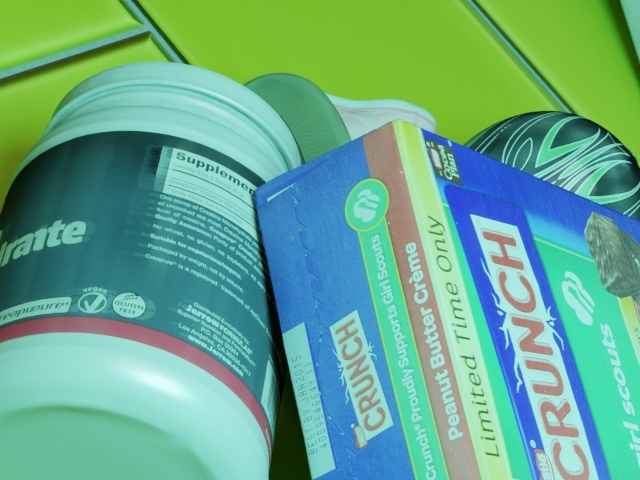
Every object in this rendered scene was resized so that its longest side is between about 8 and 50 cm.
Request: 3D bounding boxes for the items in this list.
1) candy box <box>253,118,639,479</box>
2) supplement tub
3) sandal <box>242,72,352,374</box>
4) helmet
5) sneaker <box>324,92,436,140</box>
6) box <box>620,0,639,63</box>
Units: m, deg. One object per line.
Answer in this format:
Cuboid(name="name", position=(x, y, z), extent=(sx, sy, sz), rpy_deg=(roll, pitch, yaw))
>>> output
Cuboid(name="candy box", position=(0.123, 0.099, 1.164), extent=(0.317, 0.122, 0.268), rpy_deg=(18, 53, -47))
Cuboid(name="supplement tub", position=(-0.110, 0.043, 1.167), extent=(0.191, 0.191, 0.272), rpy_deg=(24, 43, -15))
Cuboid(name="sandal", position=(-0.002, 0.000, 1.320), extent=(0.120, 0.086, 0.303), rpy_deg=(-29, 59, -1))
Cuboid(name="helmet", position=(0.156, -0.013, 1.425), extent=(0.169, 0.169, 0.161), rpy_deg=(51, 16, 14))
Cuboid(name="sneaker", position=(0.029, -0.070, 1.470), extent=(0.134, 0.051, 0.070), rpy_deg=(8, 51, -25))
Cuboid(name="box", position=(0.381, -0.272, 1.715), extent=(0.168, 0.215, 0.345), rpy_deg=(-1, 69, -35))
